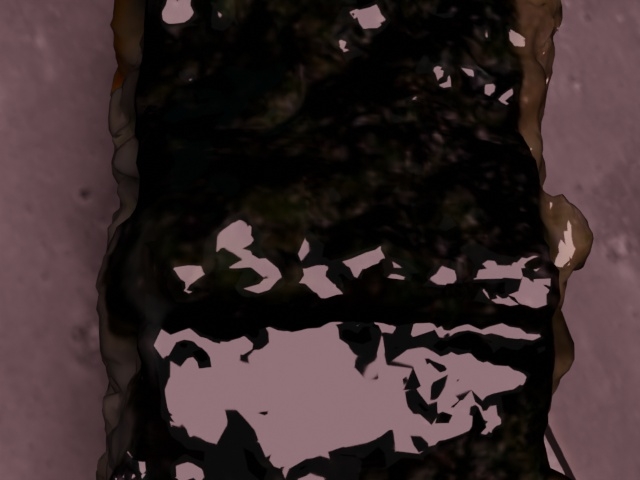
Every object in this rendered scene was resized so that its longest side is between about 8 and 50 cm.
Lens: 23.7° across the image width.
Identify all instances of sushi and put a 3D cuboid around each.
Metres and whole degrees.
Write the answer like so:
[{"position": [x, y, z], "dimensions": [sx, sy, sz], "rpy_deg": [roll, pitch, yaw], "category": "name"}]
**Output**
[{"position": [0.000, 0.000, 0.598], "dimensions": [0.171, 0.211, 0.350], "rpy_deg": [3, 61, -6], "category": "sushi"}]
